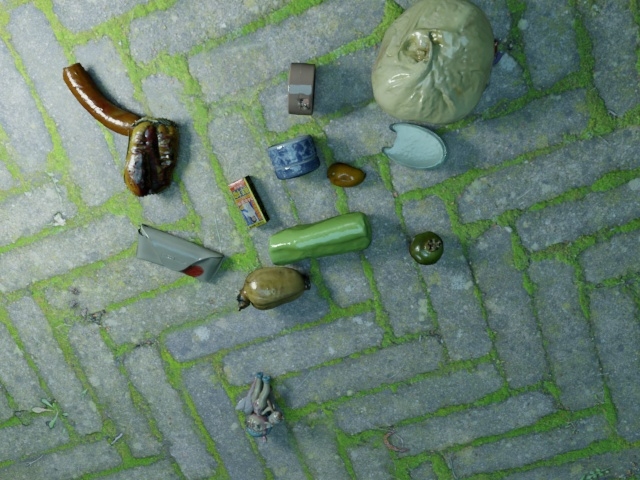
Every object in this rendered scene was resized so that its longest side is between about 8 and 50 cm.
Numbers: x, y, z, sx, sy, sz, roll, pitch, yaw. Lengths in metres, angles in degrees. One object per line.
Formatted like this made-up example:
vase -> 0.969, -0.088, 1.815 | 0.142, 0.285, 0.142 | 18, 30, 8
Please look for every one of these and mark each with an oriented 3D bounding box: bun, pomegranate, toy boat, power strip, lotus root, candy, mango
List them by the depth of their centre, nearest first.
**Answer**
bun -> 0.305, -0.493, 1.319 | 0.360, 0.213, 0.362 | 4, 101, 21
power strip -> -0.057, -0.449, 1.414 | 0.078, 0.154, 0.154 | 5, 106, 0
toy boat -> 0.302, -0.292, 1.490 | 0.207, 0.079, 0.134 | 18, 99, 9
mango -> 0.083, -0.209, 1.524 | 0.126, 0.063, 0.077 | 10, 98, -1
pomegranate -> 0.349, 0.024, 1.536 | 0.114, 0.142, 0.115 | 0, 82, -3
candy -> 0.000, 0.000, 1.551 | 0.343, 0.142, 0.132 | -13, 118, 8
lotus root -> -0.164, 0.158, 1.602 | 0.256, 0.154, 0.140 | -11, 68, -10

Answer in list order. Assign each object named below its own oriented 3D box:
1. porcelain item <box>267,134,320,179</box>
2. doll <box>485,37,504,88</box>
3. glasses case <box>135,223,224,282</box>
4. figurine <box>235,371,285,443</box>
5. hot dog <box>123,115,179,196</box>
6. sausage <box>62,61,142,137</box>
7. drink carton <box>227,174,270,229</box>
porcelain item -> -0.081, -0.256, 1.476 | 0.147, 0.147, 0.114 | -16, 106, 8
doll -> 0.470, -0.500, 1.412 | 0.102, 0.075, 0.228 | 24, 94, -14
glasses case -> -0.495, 0.052, 1.623 | 0.307, 0.083, 0.129 | 20, 106, -2
figurine -> -0.201, 0.618, 1.753 | 0.205, 0.102, 0.261 | 13, 104, 26
hot dog -> -0.534, -0.263, 1.509 | 0.162, 0.081, 0.271 | -2, 117, -40
sausage -> -0.684, -0.427, 1.498 | 0.302, 0.076, 0.103 | 42, 105, -9
drink carton -> -0.236, -0.126, 1.571 | 0.071, 0.056, 0.166 | -20, 104, 17
